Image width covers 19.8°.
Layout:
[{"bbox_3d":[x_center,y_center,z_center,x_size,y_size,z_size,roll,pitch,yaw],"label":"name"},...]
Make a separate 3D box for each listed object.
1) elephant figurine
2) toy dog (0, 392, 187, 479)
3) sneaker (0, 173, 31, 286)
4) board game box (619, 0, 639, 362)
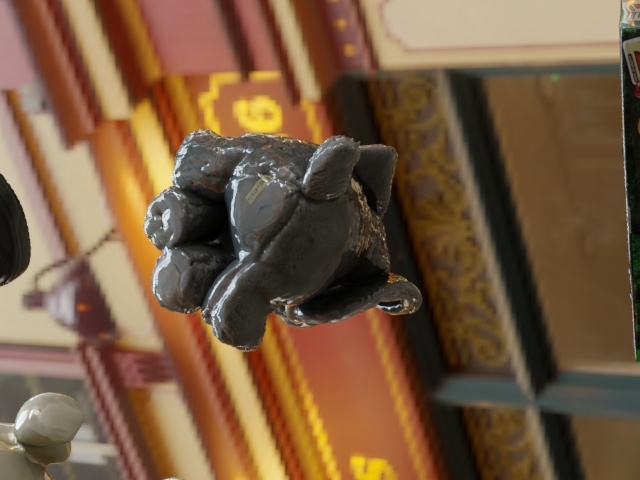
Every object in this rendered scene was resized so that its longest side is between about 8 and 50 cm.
[{"bbox_3d":[0.000,0.000,1.348,0.239,0.186,0.169,12,-80,-50],"label":"elephant figurine"},{"bbox_3d":[-0.348,0.290,1.720,0.408,0.395,0.284,42,-145,-38],"label":"toy dog"},{"bbox_3d":[-0.199,-0.039,0.841,0.089,0.051,0.170,-42,-60,-46],"label":"sneaker"},{"bbox_3d":[0.147,-0.062,0.799,0.260,0.030,0.136,-66,-30,-66],"label":"board game box"}]
